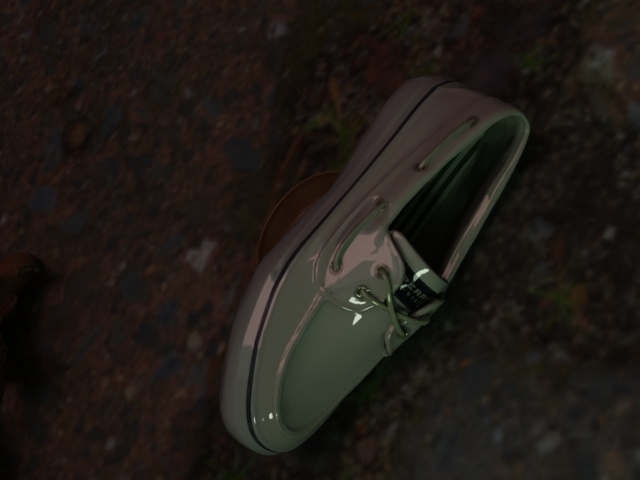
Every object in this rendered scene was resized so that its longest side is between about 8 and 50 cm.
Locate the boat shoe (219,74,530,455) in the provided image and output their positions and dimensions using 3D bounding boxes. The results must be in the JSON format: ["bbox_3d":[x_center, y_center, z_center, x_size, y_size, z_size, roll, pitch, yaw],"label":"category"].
[{"bbox_3d":[0.029,0.012,0.721,0.076,0.083,0.226,18,77,47],"label":"boat shoe"}]

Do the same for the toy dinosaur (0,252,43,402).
[{"bbox_3d":[-0.256,0.133,0.875,0.200,0.127,0.295,-28,55,17],"label":"toy dinosaur"}]

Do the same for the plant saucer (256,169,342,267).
[{"bbox_3d":[0.000,0.000,0.803,0.083,0.015,0.083,-22,52,31],"label":"plant saucer"}]
